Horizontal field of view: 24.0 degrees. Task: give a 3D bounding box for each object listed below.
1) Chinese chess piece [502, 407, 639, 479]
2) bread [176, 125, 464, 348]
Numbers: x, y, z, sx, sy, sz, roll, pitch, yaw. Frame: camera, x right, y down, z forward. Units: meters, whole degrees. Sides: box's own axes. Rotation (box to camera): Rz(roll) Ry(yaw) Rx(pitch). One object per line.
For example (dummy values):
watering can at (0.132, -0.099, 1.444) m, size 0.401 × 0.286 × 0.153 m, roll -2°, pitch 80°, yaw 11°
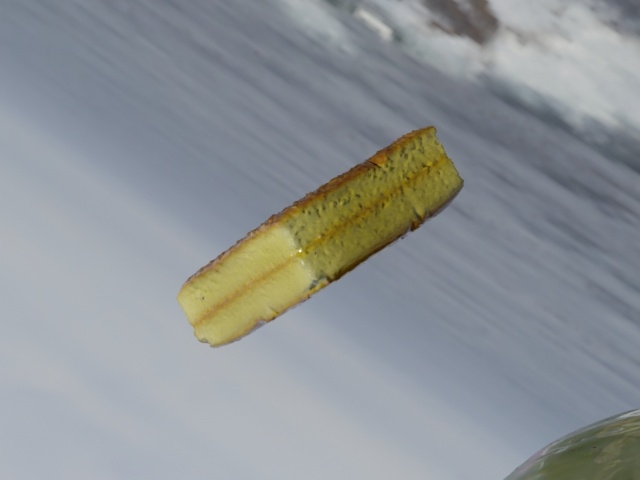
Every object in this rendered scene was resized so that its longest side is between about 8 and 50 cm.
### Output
Chinese chess piece at (0.180, 0.235, 0.597) m, size 0.146 × 0.349 × 0.349 m, roll -19°, pitch 144°, yaw 27°
bread at (0.000, 0.000, 0.598) m, size 0.035 × 0.094 × 0.090 m, roll 57°, pitch 141°, yaw 1°
